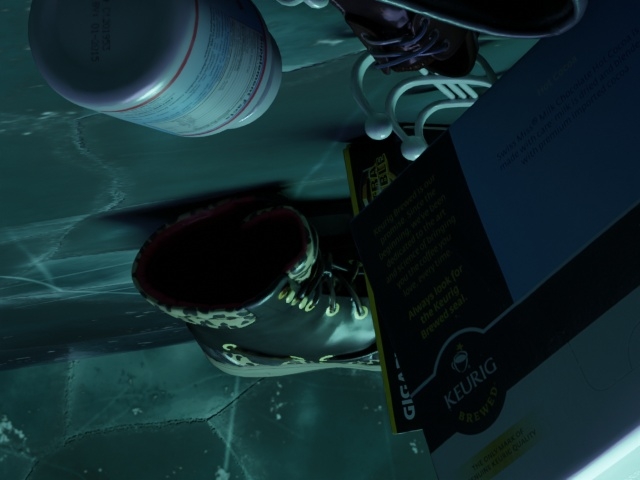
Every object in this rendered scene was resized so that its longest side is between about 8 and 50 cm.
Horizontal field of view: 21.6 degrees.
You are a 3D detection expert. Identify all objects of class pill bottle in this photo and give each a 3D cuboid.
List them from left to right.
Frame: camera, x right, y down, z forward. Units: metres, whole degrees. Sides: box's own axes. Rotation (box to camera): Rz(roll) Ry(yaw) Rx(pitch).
[{"bbox_3d":[-0.077,-0.100,0.868,0.087,0.087,0.160,-12,173,17],"label":"pill bottle"}]

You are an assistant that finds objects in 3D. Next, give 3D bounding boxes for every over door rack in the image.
[{"bbox_3d":[0.205,-0.100,1.153,0.324,0.108,0.239,-11,173,13],"label":"over door rack"}]

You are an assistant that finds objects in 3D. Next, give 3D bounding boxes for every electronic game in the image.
[{"bbox_3d":[0.000,0.000,1.872,0.229,0.048,0.229,-8,165,-2],"label":"electronic game"}]

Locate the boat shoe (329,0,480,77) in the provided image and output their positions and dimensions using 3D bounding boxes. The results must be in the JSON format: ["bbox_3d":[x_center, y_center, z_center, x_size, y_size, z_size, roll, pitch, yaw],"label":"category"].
[{"bbox_3d":[0.050,-0.126,0.908,0.066,0.066,0.183,-13,172,27],"label":"boat shoe"}]

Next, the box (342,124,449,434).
[{"bbox_3d":[0.171,0.031,1.523,0.079,0.257,0.322,-15,172,42],"label":"box"}]

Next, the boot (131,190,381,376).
[{"bbox_3d":[0.013,0.041,1.715,0.377,0.138,0.284,-8,161,15],"label":"boot"}]

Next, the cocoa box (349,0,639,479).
[{"bbox_3d":[0.226,-0.004,0.939,0.231,0.228,0.347,9,139,-40],"label":"cocoa box"}]

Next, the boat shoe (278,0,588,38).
[{"bbox_3d":[0.016,-0.139,0.641,0.116,0.099,0.319,-14,171,35],"label":"boat shoe"}]
